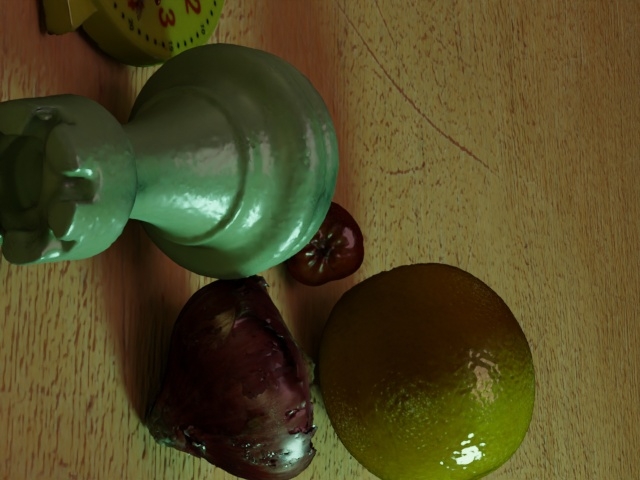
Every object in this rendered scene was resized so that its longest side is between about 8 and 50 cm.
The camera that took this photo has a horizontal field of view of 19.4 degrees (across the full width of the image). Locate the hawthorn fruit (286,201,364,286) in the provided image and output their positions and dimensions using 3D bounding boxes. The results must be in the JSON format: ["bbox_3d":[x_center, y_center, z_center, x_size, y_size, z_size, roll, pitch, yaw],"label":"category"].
[{"bbox_3d":[0.000,0.000,1.848,0.093,0.093,0.093,-7,90,-66],"label":"hawthorn fruit"}]

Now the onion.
[{"bbox_3d":[-0.078,0.122,1.572,0.184,0.147,0.184,53,-25,39],"label":"onion"}]

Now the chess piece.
[{"bbox_3d":[-0.137,-0.055,1.448,0.299,0.195,0.194,-10,92,-57],"label":"chess piece"}]

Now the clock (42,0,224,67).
[{"bbox_3d":[-0.151,-0.288,1.594,0.293,0.071,0.277,-26,106,-65],"label":"clock"}]

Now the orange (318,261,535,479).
[{"bbox_3d":[0.106,0.137,1.870,0.236,0.236,0.236,-7,90,-66],"label":"orange"}]
